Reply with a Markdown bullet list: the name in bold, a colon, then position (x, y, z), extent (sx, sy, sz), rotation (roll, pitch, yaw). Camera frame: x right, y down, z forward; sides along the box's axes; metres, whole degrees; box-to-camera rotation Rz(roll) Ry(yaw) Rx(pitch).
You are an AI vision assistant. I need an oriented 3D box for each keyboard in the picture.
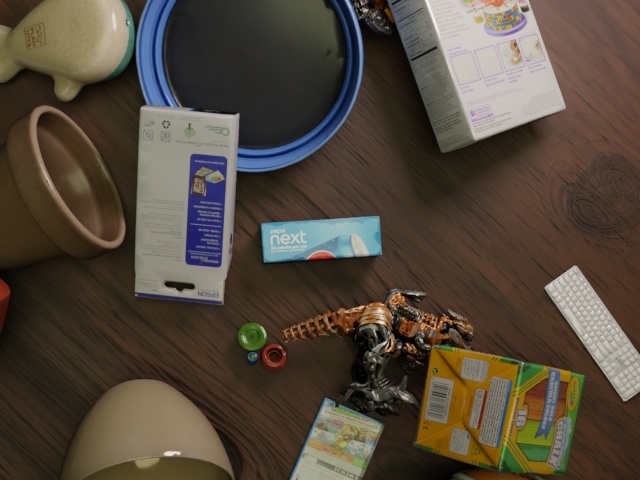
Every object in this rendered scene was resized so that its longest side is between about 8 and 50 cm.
- **keyboard**: position (0.510, 0.170, 1.877), extent (0.072, 0.014, 0.256), rotation (-35, 90, -6)

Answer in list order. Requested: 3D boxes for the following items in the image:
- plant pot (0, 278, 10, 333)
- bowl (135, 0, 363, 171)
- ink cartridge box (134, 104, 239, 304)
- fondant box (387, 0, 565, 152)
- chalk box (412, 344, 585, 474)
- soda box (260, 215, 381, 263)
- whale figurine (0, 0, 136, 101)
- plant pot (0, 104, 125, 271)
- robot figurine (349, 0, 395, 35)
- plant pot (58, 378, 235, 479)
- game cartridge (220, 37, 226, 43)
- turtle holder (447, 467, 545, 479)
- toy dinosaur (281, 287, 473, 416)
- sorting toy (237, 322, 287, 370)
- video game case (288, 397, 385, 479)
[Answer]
- **plant pot**: position (-0.653, 0.122, 1.614), extent (0.267, 0.267, 0.236), rotation (44, 118, -1)
- **bowl**: position (-0.119, -0.315, 1.765), extent (0.391, 0.077, 0.391), rotation (1, 103, 6)
- **ink cartridge box**: position (-0.231, -0.061, 1.767), extent (0.165, 0.065, 0.333), rotation (6, 103, 3)
- **fondant box**: position (0.268, -0.344, 1.792), extent (0.238, 0.096, 0.330), rotation (-20, 93, -34)
- **chalk box**: position (0.322, 0.290, 1.744), extent (0.289, 0.179, 0.180), rotation (15, 85, -47)
- **soda box**: position (0.000, 0.000, 1.818), extent (0.210, 0.067, 0.071), rotation (-4, 87, -4)
- **whale figurine**: position (-0.444, -0.345, 1.785), extent (0.272, 0.141, 0.216), rotation (-11, 87, 19)
- **plant pot**: position (-0.491, -0.060, 1.708), extent (0.229, 0.263, 0.263), rotation (-25, 89, 11)
- **robot figurine**: position (0.077, -0.501, 1.802), extent (0.211, 0.085, 0.291), rotation (-47, 111, -27)
- **plant pot**: position (-0.293, 0.343, 1.697), extent (0.284, 0.284, 0.191), rotation (-10, 52, -5)
- **game cartridge**: position (-0.070, -0.520, 1.847), extent (0.230, 0.068, 0.355), rotation (0, 87, -9)
- **turtle holder**: position (0.310, 0.534, 1.731), extent (0.227, 0.243, 0.320), rotation (-23, 80, -23)
- **toy dinosaur**: position (0.103, 0.187, 1.801), extent (0.321, 0.164, 0.218), rotation (-1, 72, 13)
- **sorting toy**: position (-0.106, 0.195, 1.816), extent (0.102, 0.042, 0.061), rotation (41, 69, 10)
- **video game case**: position (0.028, 0.379, 1.825), extent (0.119, 0.015, 0.166), rotation (24, 85, -2)
